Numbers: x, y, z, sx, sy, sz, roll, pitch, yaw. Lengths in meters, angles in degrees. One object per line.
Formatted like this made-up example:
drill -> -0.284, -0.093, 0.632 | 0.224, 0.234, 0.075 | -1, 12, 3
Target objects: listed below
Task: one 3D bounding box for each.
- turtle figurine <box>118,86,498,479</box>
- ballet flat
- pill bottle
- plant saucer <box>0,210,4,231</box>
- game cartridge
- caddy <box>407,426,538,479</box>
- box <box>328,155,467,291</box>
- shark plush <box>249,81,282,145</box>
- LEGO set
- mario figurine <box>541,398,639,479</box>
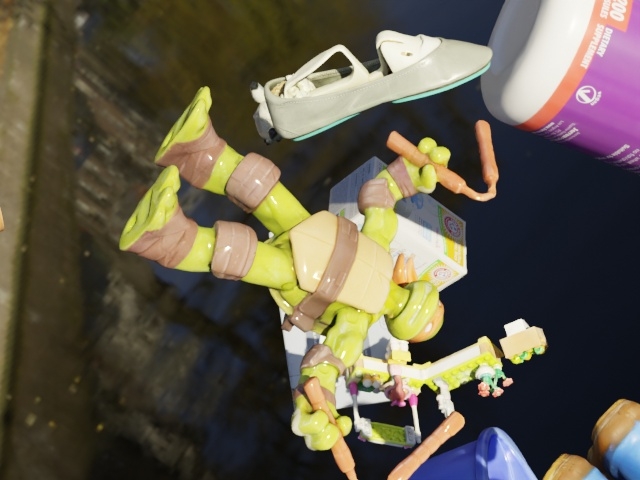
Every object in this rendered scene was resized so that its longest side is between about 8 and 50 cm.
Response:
turtle figurine -> 0.000, 0.000, 0.669 | 0.087, 0.217, 0.270 | -30, 33, 57
ballet flat -> 0.047, -0.152, 1.004 | 0.213, 0.068, 0.072 | -18, 27, 14
pill bottle -> 0.334, -0.154, 1.085 | 0.181, 0.322, 0.182 | -161, 90, -78
plant saucer -> -0.414, -0.050, 1.379 | 0.013, 0.084, 0.083 | -19, 19, -22
game cartridge -> 0.035, 0.117, 1.759 | 0.062, 0.198, 0.297 | 93, 169, -82
caddy -> 0.205, 0.382, 1.240 | 0.179, 0.241, 0.341 | -21, 55, 19
box -> 0.118, -0.014, 1.685 | 0.103, 0.203, 0.114 | -36, 33, 36
shark plush -> -0.044, -0.144, 1.375 | 0.067, 0.161, 0.073 | -20, 69, -11
LEGO set -> 0.134, 0.178, 1.332 | 0.287, 0.132, 0.107 | -2, 47, -2
mario figurine -> 0.281, 0.260, 0.709 | 0.320, 0.170, 0.198 | 39, 94, 30
